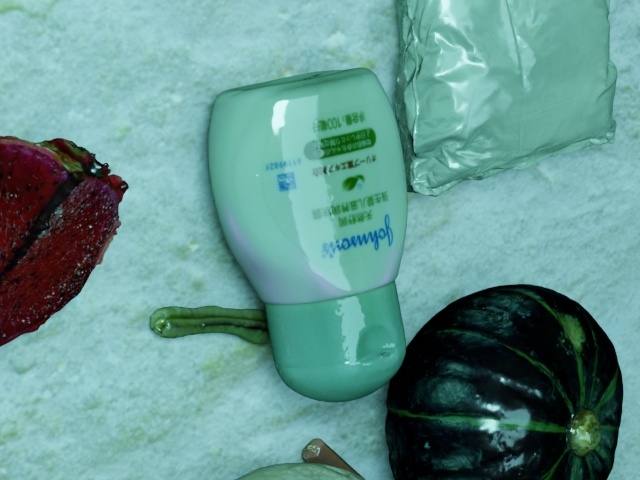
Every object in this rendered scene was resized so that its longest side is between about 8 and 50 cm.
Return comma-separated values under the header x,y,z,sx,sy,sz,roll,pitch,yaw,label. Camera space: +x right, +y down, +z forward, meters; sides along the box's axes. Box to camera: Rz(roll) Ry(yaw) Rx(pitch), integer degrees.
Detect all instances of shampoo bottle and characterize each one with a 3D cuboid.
x,y,z,sx,sy,sz,roll,pitch,yaw,label
0.000,0.000,1.983,0.222,0.151,0.349,-15,100,-35,shampoo bottle

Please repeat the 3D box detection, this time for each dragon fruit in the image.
x,y,z,sx,sy,sz,roll,pitch,yaw,label
-0.297,-0.013,1.800,0.189,0.163,0.261,37,110,-9,dragon fruit

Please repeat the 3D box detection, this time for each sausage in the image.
x,y,z,sx,sy,sz,roll,pitch,yaw,label
0.029,0.274,2.151,0.030,0.035,0.147,-43,120,2,sausage

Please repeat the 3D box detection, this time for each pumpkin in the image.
x,y,z,sx,sy,sz,roll,pitch,yaw,label
0.220,0.199,2.123,0.315,0.238,0.315,-7,99,-49,pumpkin

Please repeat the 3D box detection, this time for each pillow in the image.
x,y,z,sx,sy,sz,roll,pitch,yaw,label
0.214,-0.216,2.120,0.310,0.138,0.283,-15,107,-29,pillow

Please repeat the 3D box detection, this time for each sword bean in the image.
x,y,z,sx,sy,sz,roll,pitch,yaw,label
-0.068,0.097,2.051,0.269,0.038,0.043,7,70,-35,sword bean

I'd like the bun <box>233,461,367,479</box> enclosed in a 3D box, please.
x,y,z,sx,sy,sz,roll,pitch,yaw,label
-0.013,0.427,2.039,0.365,0.219,0.365,-9,107,-33,bun
